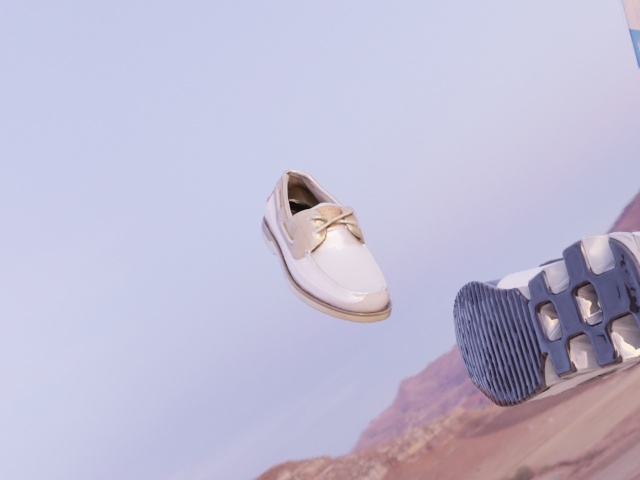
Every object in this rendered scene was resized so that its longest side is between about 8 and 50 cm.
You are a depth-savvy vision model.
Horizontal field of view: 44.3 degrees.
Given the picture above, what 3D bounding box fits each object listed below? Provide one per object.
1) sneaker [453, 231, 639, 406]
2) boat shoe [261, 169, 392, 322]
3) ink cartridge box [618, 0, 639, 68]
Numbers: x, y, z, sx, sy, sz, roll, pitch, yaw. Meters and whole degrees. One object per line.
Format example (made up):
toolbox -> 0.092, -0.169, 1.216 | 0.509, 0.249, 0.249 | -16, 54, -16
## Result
sneaker -> 0.233, 0.068, 0.686 | 0.146, 0.123, 0.330 | -10, -10, -20
boat shoe -> 0.000, 0.000, 1.055 | 0.113, 0.302, 0.103 | -6, -61, -29
ink cartridge box -> 0.377, -0.252, 0.787 | 0.143, 0.092, 0.090 | -15, 34, 22
